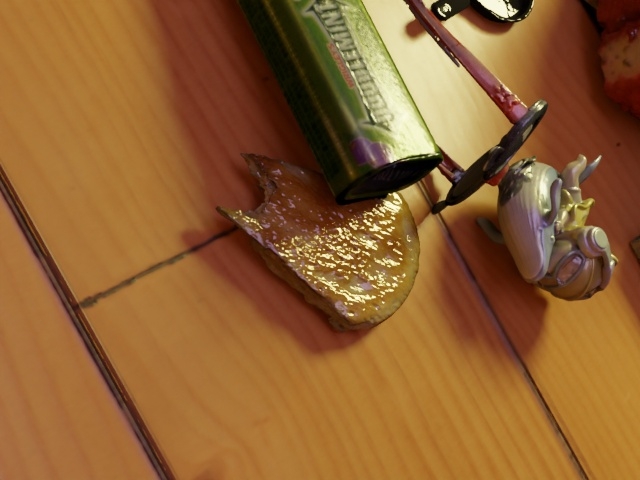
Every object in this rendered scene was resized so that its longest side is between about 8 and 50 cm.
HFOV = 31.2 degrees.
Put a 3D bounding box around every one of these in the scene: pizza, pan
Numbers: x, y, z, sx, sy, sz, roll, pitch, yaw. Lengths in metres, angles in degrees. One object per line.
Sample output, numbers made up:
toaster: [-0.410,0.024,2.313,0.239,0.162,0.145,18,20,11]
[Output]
pizza: [0.000,0.000,1.210,0.262,0.034,0.181,21,59,-30]
pan: [0.203,-0.330,1.509,0.235,0.028,0.136,-37,94,-44]

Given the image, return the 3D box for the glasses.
glasses: [0.110,-0.166,1.259,0.118,0.234,0.268,-44,87,-15]

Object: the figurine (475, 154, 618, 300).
figurine: [0.282,-0.021,1.377,0.184,0.128,0.208,49,45,-13]

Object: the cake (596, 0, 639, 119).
cake: [0.569,-0.313,1.594,0.270,0.269,0.319,19,71,-35]

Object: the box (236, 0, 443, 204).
box: [0.005,-0.210,1.240,0.134,0.097,0.345,-15,74,-41]

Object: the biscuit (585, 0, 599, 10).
biscuit: [0.404,-0.393,1.689,0.247,0.029,0.118,35,51,-21]

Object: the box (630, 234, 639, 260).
box: [0.552,0.000,1.598,0.269,0.079,0.135,-27,89,-41]
